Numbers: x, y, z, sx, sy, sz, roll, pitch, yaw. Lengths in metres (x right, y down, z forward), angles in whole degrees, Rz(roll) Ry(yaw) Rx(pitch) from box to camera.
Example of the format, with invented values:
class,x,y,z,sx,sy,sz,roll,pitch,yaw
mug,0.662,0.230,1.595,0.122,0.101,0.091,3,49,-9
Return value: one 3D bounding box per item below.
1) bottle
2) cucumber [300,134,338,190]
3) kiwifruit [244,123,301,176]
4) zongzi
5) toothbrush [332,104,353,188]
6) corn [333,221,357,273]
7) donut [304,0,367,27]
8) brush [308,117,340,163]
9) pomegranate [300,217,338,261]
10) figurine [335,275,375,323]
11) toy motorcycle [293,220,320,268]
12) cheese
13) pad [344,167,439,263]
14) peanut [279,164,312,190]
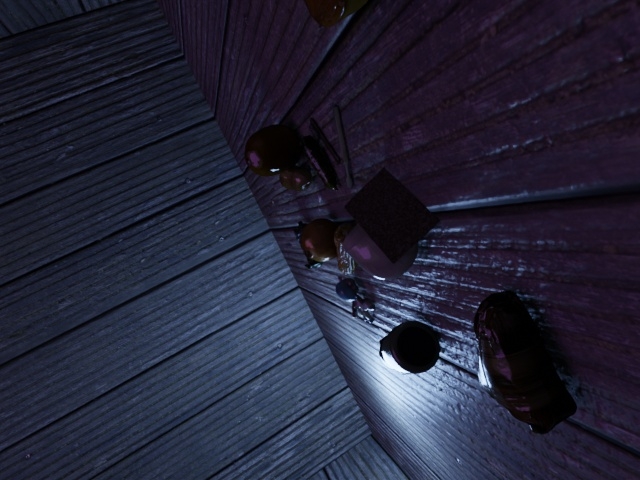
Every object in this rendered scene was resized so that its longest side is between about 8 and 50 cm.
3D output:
class,x,y,z,sx,sy,sz,roll,pitch,yaw
bottle,0.300,0.391,1.446,0.169,0.168,0.347,58,169,15
cucumber,0.000,-0.276,1.459,0.228,0.069,0.069,60,166,-4
kiwifruit,-0.197,-0.361,1.637,0.196,0.233,0.196,51,164,21
zongzi,0.404,0.254,0.934,0.288,0.134,0.286,157,91,-83
toothbrush,0.071,-0.286,1.270,0.028,0.026,0.295,-111,5,-48
corn,0.104,0.047,1.609,0.101,0.101,0.292,53,161,31
donut,0.014,-0.574,0.784,0.278,0.108,0.278,55,164,24
brush,0.008,-0.339,1.387,0.191,0.027,0.034,58,167,13
pomegranate,0.000,-0.003,1.708,0.191,0.191,0.191,55,164,25
figurine,0.166,0.282,1.816,0.260,0.102,0.205,58,170,-22
toy motorcycle,-0.054,0.036,2.091,0.187,0.124,0.275,-126,14,-62
cheese,0.180,0.013,1.135,0.189,0.198,0.154,48,-160,-2
pad,0.179,-0.071,1.064,0.235,0.158,0.003,52,-169,33
peanut,-0.107,-0.271,1.738,0.236,0.110,0.120,25,132,64
